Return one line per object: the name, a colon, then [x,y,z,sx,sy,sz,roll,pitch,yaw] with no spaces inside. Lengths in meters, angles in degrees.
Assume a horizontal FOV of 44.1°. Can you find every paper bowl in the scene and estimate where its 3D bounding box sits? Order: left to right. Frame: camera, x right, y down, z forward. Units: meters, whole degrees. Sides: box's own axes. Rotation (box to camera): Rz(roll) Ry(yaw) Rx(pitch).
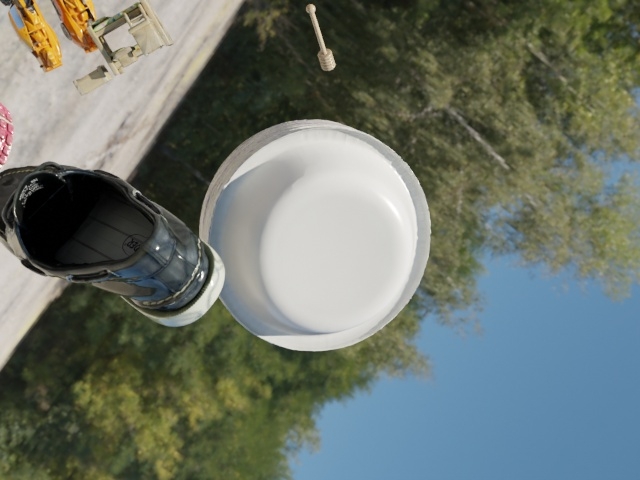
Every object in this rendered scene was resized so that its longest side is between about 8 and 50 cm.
paper bowl: [0.000,0.000,0.972,0.284,0.284,0.148,-54,-159,3]

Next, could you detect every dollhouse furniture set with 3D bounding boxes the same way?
dollhouse furniture set: [-0.355,-0.325,1.306,0.182,0.101,0.161,-29,-166,4]

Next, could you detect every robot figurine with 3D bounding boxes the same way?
robot figurine: [-0.585,-0.518,1.667,0.211,0.291,0.085,-33,-157,-23]

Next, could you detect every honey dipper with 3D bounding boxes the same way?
honey dipper: [-0.003,-0.411,1.603,0.030,0.030,0.161,-58,149,-23]

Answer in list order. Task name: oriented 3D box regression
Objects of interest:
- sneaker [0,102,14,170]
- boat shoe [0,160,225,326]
sneaker: [-0.639,-0.114,1.388,0.112,0.121,0.299,10,-102,57]
boat shoe: [-0.247,-0.021,0.780,0.340,0.113,0.127,28,-104,35]
